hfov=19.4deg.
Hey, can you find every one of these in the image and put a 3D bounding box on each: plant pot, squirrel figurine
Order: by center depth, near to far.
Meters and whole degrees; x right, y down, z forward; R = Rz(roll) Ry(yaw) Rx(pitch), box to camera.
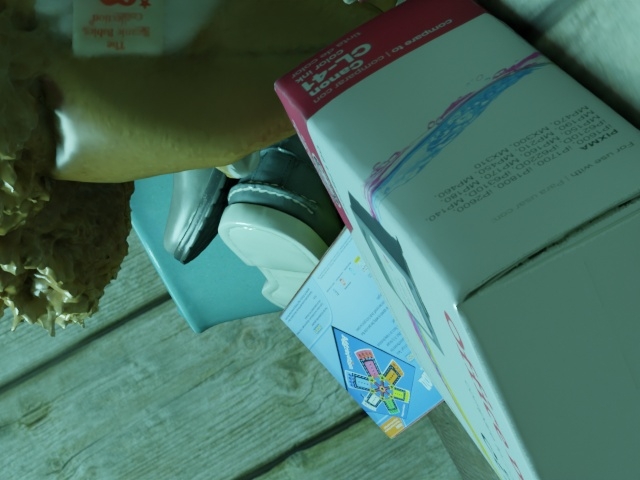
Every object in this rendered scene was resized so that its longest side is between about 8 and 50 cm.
[{"bbox_3d":[-0.140,-0.126,1.281,0.281,0.397,0.370,52,-179,1],"label":"squirrel figurine"},{"bbox_3d":[-0.058,-0.047,1.836,0.271,0.255,0.271,61,176,7],"label":"plant pot"}]

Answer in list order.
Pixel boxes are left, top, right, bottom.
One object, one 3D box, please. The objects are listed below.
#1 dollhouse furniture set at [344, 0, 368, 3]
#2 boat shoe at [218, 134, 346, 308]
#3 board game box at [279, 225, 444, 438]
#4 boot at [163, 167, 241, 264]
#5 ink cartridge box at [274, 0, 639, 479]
[{"bbox_3d":[0.042,-0.138,0.669,0.129,0.129,0.183,59,175,28],"label":"dollhouse furniture set"},{"bbox_3d":[0.000,0.000,1.617,0.319,0.116,0.099,51,-129,-66],"label":"boat shoe"},{"bbox_3d":[0.048,0.072,1.466,0.145,0.027,0.281,49,161,4],"label":"board game box"},{"bbox_3d":[-0.127,-0.117,1.539,0.161,0.246,0.083,23,-161,11],"label":"boot"},{"bbox_3d":[0.110,0.021,0.992,0.226,0.131,0.306,63,177,-28],"label":"ink cartridge box"}]
